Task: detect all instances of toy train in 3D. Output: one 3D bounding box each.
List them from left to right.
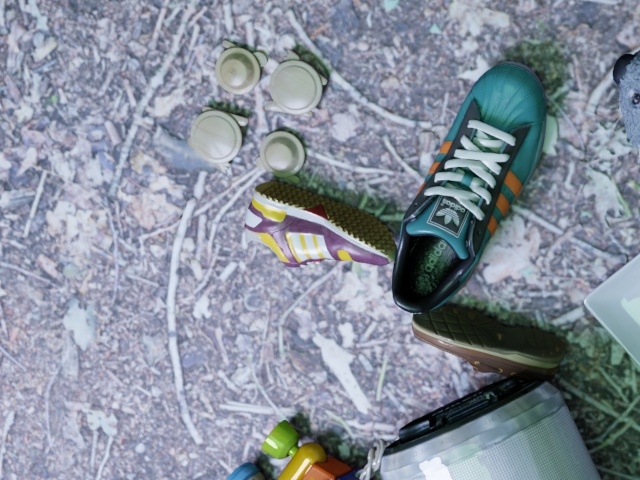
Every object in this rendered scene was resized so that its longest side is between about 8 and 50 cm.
[{"bbox_3d":[-0.008,0.266,1.921,0.143,0.105,0.248,41,113,17],"label":"toy train"}]

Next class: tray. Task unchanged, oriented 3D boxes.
[{"bbox_3d":[0.433,0.035,1.744,0.270,0.030,0.145,-41,89,23],"label":"tray"}]

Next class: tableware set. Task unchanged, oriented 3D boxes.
[{"bbox_3d":[-0.073,-0.148,1.862,0.141,0.020,0.169,22,110,11],"label":"tableware set"}]

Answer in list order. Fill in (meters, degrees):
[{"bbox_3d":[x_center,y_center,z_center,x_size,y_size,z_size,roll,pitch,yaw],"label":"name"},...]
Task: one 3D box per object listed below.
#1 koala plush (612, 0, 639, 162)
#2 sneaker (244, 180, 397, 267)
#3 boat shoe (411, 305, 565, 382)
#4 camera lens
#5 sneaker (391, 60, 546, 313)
[{"bbox_3d":[0.382,-0.174,1.632,0.203,0.196,0.221,22,106,-1],"label":"koala plush"},{"bbox_3d":[0.000,0.000,1.861,0.185,0.069,0.084,25,119,15],"label":"sneaker"},{"bbox_3d":[0.187,0.125,1.833,0.178,0.064,0.060,16,127,6],"label":"boat shoe"},{"bbox_3d":[0.208,0.303,1.768,0.219,0.219,0.274,-26,86,21],"label":"camera lens"},{"bbox_3d":[0.161,-0.048,1.763,0.108,0.121,0.302,24,111,9],"label":"sneaker"}]
